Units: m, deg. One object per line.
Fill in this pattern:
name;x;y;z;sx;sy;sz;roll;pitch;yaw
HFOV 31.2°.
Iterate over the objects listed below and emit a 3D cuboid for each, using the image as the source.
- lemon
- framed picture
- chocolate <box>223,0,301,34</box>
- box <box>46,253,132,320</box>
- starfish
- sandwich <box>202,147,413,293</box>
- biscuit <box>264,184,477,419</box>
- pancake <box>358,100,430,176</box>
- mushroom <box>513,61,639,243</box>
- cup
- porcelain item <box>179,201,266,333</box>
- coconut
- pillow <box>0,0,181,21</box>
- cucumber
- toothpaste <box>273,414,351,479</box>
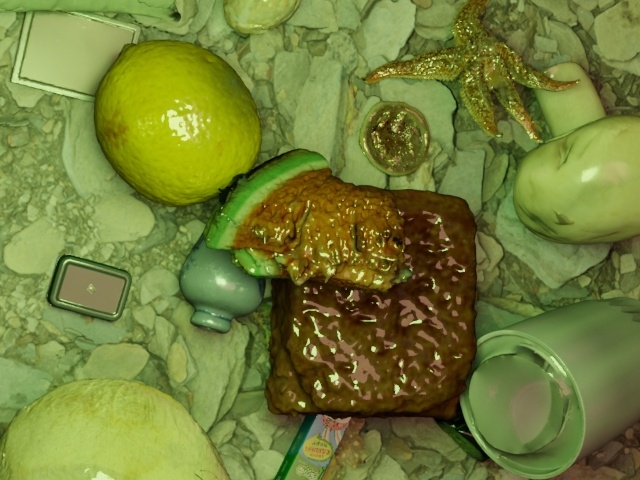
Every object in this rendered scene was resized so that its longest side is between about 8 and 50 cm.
lemon;-0.220;-0.179;1.777;0.267;0.267;0.267;-1;93;-19
framed picture;-0.390;-0.299;1.836;0.183;0.011;0.142;12;88;-19
chocolate;-0.057;-0.476;1.880;0.134;0.134;0.309;32;83;-18
box;-0.370;0.077;1.847;0.126;0.031;0.091;19;87;-20
starfish;0.276;-0.276;1.961;0.301;0.084;0.293;-35;68;-17
sandwich;0.000;0.000;1.736;0.301;0.162;0.250;25;42;18
biscuit;0.089;0.098;1.904;0.343;0.166;0.395;4;78;-18
pancake;0.132;-0.180;2.015;0.139;0.022;0.139;-1;92;-20
mushroom;0.477;-0.162;2.024;0.314;0.314;0.336;-12;75;-18
cup;0.438;0.238;1.975;0.372;0.253;0.253;-15;98;-41
porcelain item;-0.147;0.021;1.874;0.141;0.141;0.259;18;79;-19
coconut;-0.325;0.390;1.724;0.405;0.404;0.404;-1;93;-19
pillow;-0.375;-0.495;1.773;0.312;0.119;0.310;-3;95;-16
cucumber;0.315;0.335;2.075;0.193;0.086;0.115;-21;95;-24
toothpaste;0.010;0.317;1.979;0.065;0.050;0.266;30;83;-17
